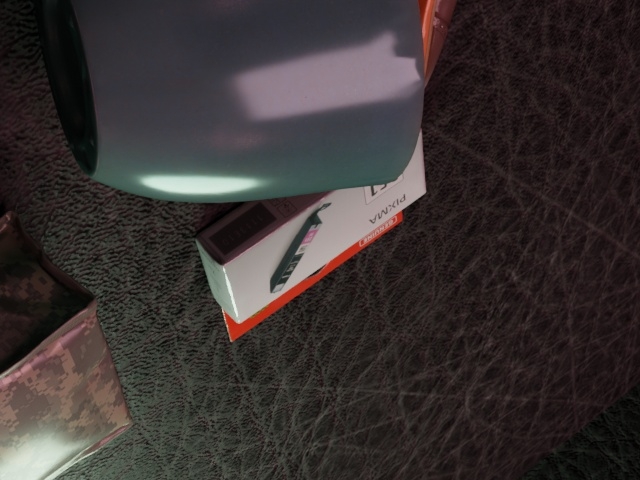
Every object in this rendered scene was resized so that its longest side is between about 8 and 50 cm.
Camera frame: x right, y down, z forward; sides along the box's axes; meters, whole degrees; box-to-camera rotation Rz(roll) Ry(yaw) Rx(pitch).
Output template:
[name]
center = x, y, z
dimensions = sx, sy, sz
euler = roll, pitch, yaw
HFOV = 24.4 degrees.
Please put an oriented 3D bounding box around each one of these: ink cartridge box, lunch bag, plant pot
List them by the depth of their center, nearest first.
[plant pot]
center = -0.087, -0.160, 1.143
dimensions = 0.235, 0.293, 0.293
euler = -14, 142, -19
[lunch bag]
center = -0.338, 0.153, 1.345
dimensions = 0.287, 0.169, 0.235
euler = -37, 151, -20
[ink cartridge box]
center = 0.000, 0.000, 1.682
dimensions = 0.275, 0.060, 0.239
euler = -35, 149, -15

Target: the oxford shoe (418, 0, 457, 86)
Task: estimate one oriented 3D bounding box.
[oxford shoe]
center = 0.095, -0.236, 1.424
dimensions = 0.133, 0.130, 0.363
euler = -30, 151, -38
